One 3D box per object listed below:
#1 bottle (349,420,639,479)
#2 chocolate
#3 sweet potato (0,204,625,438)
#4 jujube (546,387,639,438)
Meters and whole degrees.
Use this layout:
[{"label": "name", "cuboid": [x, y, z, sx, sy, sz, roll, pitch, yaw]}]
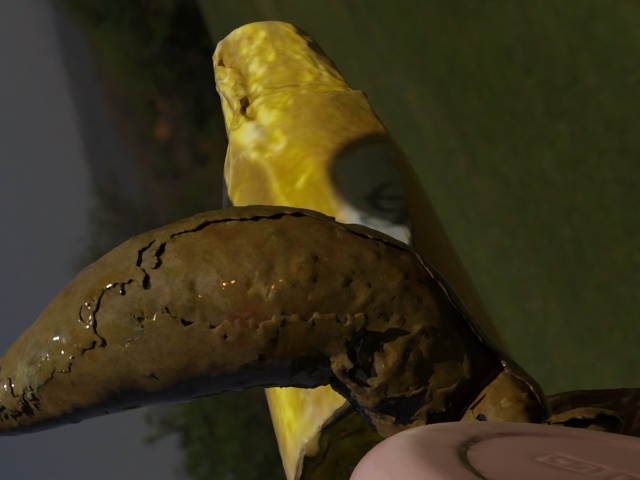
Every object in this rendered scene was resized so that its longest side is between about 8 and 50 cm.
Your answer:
[{"label": "bottle", "cuboid": [0.066, 0.205, 0.498, 0.206, 0.173, 0.297, -132, 51, -81]}, {"label": "chocolate", "cuboid": [0.000, 0.000, 1.256, 0.445, 0.162, 0.162, -112, 1, -47]}, {"label": "sweet potato", "cuboid": [-0.013, 0.047, 0.881, 0.098, 0.310, 0.124, 28, -111, -87]}, {"label": "jujube", "cuboid": [0.193, 0.181, 1.322, 0.168, 0.236, 0.168, 159, 90, -80]}]
